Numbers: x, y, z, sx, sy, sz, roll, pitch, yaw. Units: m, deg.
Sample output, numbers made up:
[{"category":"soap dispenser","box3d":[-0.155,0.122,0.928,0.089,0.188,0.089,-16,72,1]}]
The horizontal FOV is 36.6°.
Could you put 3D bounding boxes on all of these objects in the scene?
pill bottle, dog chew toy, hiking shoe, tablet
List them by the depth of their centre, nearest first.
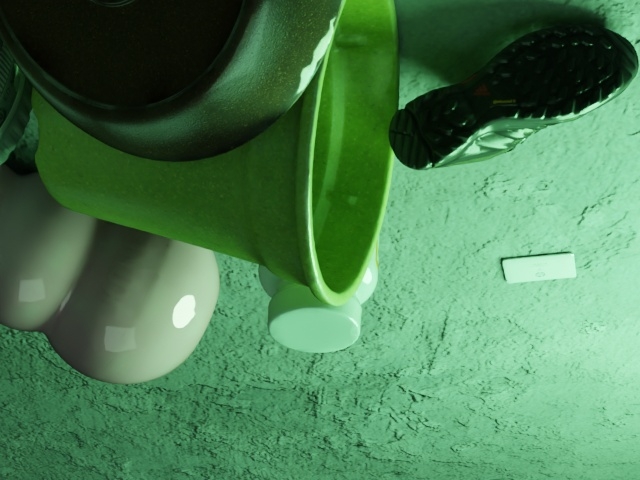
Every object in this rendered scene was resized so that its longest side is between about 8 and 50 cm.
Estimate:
[{"category":"hiking shoe","box3d":[0.173,-0.128,0.882,0.227,0.086,0.114,-20,176,9]},{"category":"pill bottle","box3d":[0.000,0.000,0.958,0.118,0.208,0.117,3,146,2]},{"category":"dog chew toy","box3d":[-0.278,0.019,1.038,0.332,0.206,0.206,28,140,-18]},{"category":"tablet","box3d":[0.263,0.034,1.161,0.083,0.006,0.054,-6,145,15]}]

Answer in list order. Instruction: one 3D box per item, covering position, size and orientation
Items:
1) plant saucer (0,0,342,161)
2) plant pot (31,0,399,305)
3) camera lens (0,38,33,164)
[{"category":"plant saucer","box3d":[-0.128,-0.201,0.642,0.311,0.050,0.310,8,108,26]},{"category":"plant pot","box3d":[-0.087,-0.097,0.811,0.254,0.276,0.276,7,147,15]},{"category":"camera lens","box3d":[-0.361,-0.165,0.713,0.220,0.219,0.274,-2,157,9]}]
